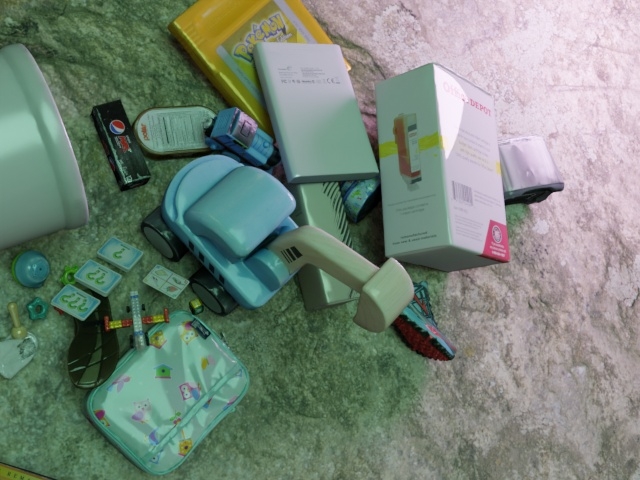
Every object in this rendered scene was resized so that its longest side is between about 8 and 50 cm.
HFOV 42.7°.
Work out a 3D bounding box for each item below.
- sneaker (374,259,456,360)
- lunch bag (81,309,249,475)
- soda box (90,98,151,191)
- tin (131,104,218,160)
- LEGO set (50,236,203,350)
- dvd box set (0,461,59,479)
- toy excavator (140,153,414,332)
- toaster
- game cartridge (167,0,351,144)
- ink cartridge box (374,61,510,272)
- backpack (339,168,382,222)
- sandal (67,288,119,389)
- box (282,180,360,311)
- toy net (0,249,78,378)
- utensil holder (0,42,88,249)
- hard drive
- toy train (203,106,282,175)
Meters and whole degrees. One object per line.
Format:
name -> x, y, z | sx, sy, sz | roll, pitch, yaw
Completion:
sneaker -> 0.209, 0.143, 1.746 | 0.262, 0.104, 0.125 | 46, 63, -7
lunch bag -> -0.274, 0.278, 1.510 | 0.224, 0.108, 0.279 | 47, 66, -5
soda box -> -0.391, -0.186, 1.604 | 0.060, 0.053, 0.169 | -21, 86, -26
tin -> -0.290, -0.222, 1.666 | 0.189, 0.040, 0.106 | -8, 76, -24
LEGO set -> -0.339, 0.095, 1.487 | 0.244, 0.060, 0.182 | 27, 53, 14
dvd box set -> -0.509, 0.582, 1.290 | 0.307, 0.062, 0.421 | 12, 70, 13
toy excavator -> -0.084, 0.008, 1.467 | 0.433, 0.445, 0.222 | 48, 66, -5
toaster -> 0.446, -0.157, 1.904 | 0.226, 0.129, 0.147 | -10, 78, -22
game cartridge -> -0.120, -0.409, 1.740 | 0.324, 0.052, 0.285 | 50, 64, -18
ink cartridge box -> 0.261, -0.144, 1.747 | 0.279, 0.160, 0.385 | 14, 70, -51
backpack -> 0.085, -0.101, 1.756 | 0.084, 0.105, 0.114 | 34, 66, 12
sandal -> -0.412, 0.181, 1.474 | 0.090, 0.060, 0.219 | -6, 45, -17
box -> 0.000, 0.000, 1.690 | 0.094, 0.113, 0.275 | -10, 83, -26
toy net -> -0.523, 0.138, 1.483 | 0.122, 0.045, 0.232 | 31, 67, -44
utensil holder -> -0.626, -0.113, 1.343 | 0.385, 0.327, 0.328 | -23, 87, -24
hard drive -> -0.011, -0.267, 1.689 | 0.203, 0.040, 0.308 | -6, 71, -30
toy train -> -0.152, -0.195, 1.656 | 0.184, 0.105, 0.080 | 34, 66, -39
